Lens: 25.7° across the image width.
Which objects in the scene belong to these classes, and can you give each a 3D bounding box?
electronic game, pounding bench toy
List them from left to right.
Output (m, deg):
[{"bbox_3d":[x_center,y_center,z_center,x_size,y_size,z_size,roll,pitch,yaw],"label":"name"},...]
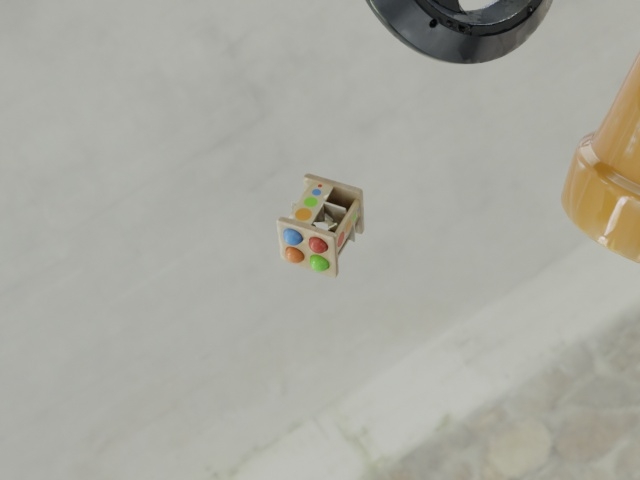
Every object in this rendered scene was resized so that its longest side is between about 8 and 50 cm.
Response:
[{"bbox_3d":[0.000,0.000,1.167,0.083,0.052,0.065,85,-152,-50],"label":"pounding bench toy"},{"bbox_3d":[0.115,-0.261,1.170,0.229,0.048,0.229,0,-90,-32],"label":"electronic game"}]

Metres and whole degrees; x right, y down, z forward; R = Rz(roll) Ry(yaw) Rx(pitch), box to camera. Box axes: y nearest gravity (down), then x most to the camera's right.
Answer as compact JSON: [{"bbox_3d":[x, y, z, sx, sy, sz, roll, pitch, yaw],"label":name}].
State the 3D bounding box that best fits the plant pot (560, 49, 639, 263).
[{"bbox_3d":[0.327,-0.093,1.187,0.205,0.205,0.187,-9,-58,-37],"label":"plant pot"}]
